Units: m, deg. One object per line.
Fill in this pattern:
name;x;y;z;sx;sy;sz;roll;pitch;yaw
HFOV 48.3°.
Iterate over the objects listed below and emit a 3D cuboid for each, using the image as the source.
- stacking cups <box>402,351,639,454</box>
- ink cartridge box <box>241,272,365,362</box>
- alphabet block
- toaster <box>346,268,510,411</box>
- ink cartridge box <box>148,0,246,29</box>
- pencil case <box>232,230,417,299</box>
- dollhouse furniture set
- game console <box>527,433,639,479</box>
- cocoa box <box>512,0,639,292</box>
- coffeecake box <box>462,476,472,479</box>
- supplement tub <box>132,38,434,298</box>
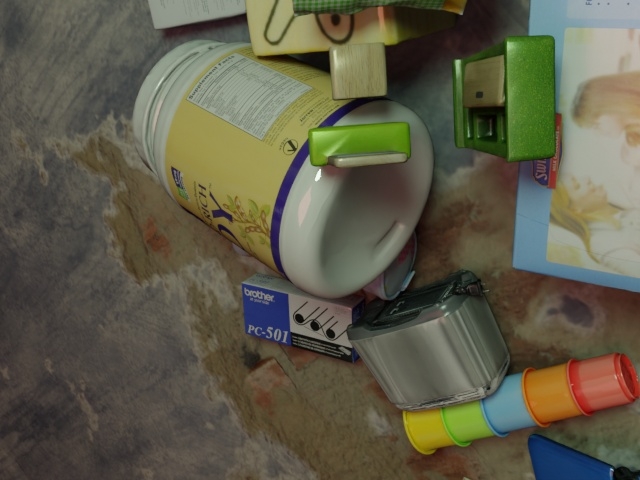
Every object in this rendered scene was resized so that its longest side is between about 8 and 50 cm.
stacking cups;0.269;0.223;0.973;0.316;0.096;0.096;-21;98;34
ink cartridge box;-0.028;0.122;1.142;0.207;0.046;0.097;11;115;29
alphabet block;0.031;-0.325;0.809;0.192;0.193;0.197;7;114;33
toaster;0.158;0.138;0.978;0.226;0.129;0.147;-22;102;36
ink cartridge box;-0.163;-0.419;0.987;0.223;0.045;0.224;2;112;32
pencil case;0.000;0.000;1.027;0.273;0.113;0.124;15;135;28
dollhouse furniture set;0.076;-0.218;0.613;0.197;0.151;0.302;-5;100;-4
game console;0.449;0.394;0.965;0.250;0.173;0.293;-15;104;5
cocoa box;0.329;-0.145;0.671;0.231;0.228;0.347;11;116;29
coffeecake box;0.197;0.472;1.062;0.068;0.185;0.143;21;120;24
supplement tub;-0.054;-0.103;0.887;0.331;0.241;0.241;31;126;33
